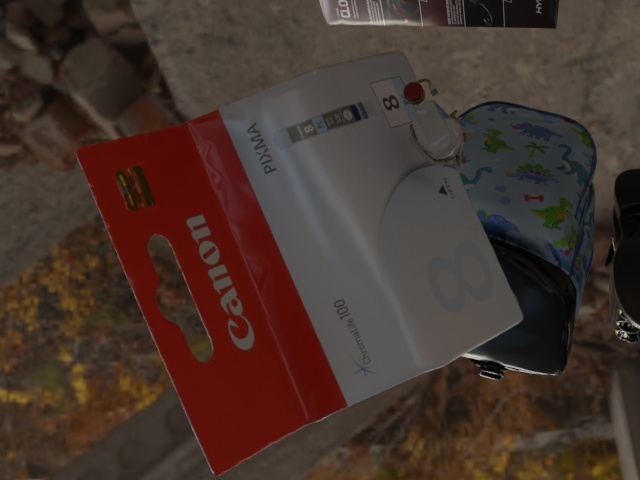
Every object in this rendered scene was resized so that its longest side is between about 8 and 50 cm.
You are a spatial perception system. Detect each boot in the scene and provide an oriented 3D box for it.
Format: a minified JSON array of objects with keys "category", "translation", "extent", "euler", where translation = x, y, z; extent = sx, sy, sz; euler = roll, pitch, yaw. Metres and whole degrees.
[{"category":"boot","translation":[0.416,0.060,1.466],"extent":[0.091,0.263,0.229],"euler":[2,140,10]}]

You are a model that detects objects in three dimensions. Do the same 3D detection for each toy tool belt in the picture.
[{"category":"toy tool belt","translation":[0.109,-0.109,1.071],"extent":[0.052,0.083,0.051],"euler":[-33,157,11]}]

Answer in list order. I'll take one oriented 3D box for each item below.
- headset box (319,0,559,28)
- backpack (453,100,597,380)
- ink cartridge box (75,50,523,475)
[{"category":"headset box","translation":[0.128,-0.354,1.277],"extent":[0.293,0.218,0.110],"euler":[4,146,14]},{"category":"backpack","translation":[0.221,-0.019,1.422],"extent":[0.290,0.273,0.355],"euler":[14,-159,22]},{"category":"ink cartridge box","translation":[0.000,0.000,1.049],"extent":[0.091,0.308,0.385],"euler":[-25,177,43]}]
